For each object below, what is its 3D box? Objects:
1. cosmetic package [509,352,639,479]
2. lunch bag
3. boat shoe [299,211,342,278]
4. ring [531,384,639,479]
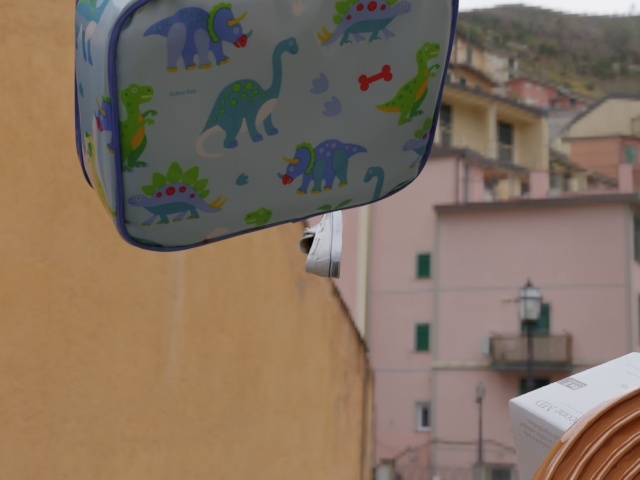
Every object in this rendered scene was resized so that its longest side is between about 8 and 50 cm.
[{"bbox_3d":[0.334,0.238,1.118,0.183,0.151,0.151,-16,15,-20],"label":"cosmetic package"},{"bbox_3d":[-0.030,-0.097,0.586,0.219,0.090,0.176,-15,-48,-24],"label":"lunch bag"},{"bbox_3d":[0.000,0.000,0.831,0.035,0.035,0.100,4,30,0],"label":"boat shoe"},{"bbox_3d":[0.218,0.198,0.385,0.336,0.337,0.032,8,-38,-26],"label":"ring"}]
